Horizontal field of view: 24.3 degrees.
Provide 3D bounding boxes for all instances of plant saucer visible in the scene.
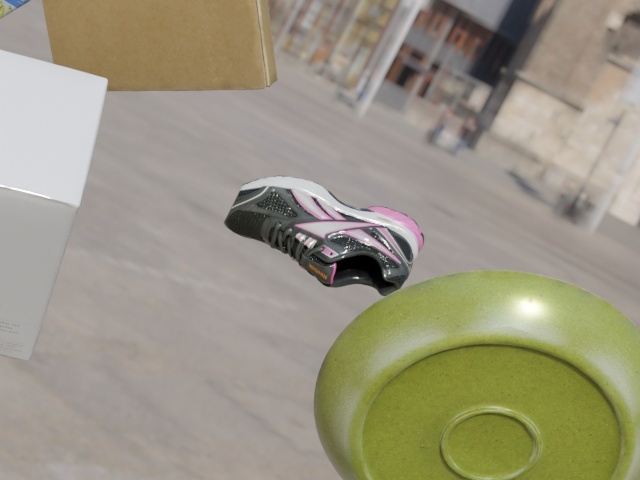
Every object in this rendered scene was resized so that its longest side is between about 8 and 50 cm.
[{"bbox_3d":[0.114,0.127,0.996,0.241,0.241,0.037,26,33,-13],"label":"plant saucer"}]

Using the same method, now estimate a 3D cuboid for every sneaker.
[{"bbox_3d":[0.000,0.000,1.308,0.178,0.072,0.077,11,47,5],"label":"sneaker"}]

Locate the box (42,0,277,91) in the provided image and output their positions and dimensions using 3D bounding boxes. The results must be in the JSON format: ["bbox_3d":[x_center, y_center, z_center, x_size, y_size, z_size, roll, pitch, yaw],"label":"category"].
[{"bbox_3d":[-0.120,-0.200,1.006,0.164,0.201,0.021,1,23,19],"label":"box"}]

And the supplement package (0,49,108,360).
[{"bbox_3d":[-0.207,-0.022,0.925,0.105,0.179,0.105,15,52,-11],"label":"supplement package"}]

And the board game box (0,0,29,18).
[{"bbox_3d":[-0.350,-0.431,1.776,0.086,0.302,0.308,47,-20,21],"label":"board game box"}]
